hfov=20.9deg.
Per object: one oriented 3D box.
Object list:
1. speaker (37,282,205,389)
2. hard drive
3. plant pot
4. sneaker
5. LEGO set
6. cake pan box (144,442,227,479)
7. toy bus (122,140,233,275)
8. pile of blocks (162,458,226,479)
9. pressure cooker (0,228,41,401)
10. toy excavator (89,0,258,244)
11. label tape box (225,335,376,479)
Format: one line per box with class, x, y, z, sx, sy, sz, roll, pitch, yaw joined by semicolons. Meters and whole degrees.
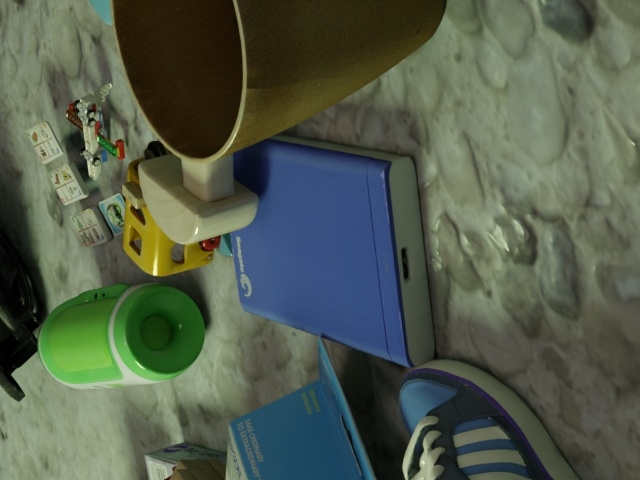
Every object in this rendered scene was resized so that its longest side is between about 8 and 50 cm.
speaker;-0.260;0.125;2.223;0.296;0.131;0.131;-12;93;59
hard drive;0.000;0.000;1.824;0.319;0.040;0.210;14;116;55
plant pot;-0.024;-0.210;1.559;0.237;0.254;0.237;30;128;49
sneaker;0.104;0.247;1.576;0.323;0.236;0.130;48;140;37
LEGO set;-0.287;-0.095;2.266;0.244;0.060;0.182;-18;100;61
cake pan box;-0.121;0.389;2.175;0.267;0.070;0.245;0;101;58
toy bus;-0.178;-0.058;2.024;0.191;0.104;0.202;-27;81;59
pile of blocks;-0.190;0.392;2.079;0.112;0.149;0.362;43;138;39
pressure cooker;-0.640;0.114;2.568;0.370;0.420;0.375;53;171;-30
toy excavator;-0.175;-0.274;1.808;0.445;0.222;0.433;58;146;26
label tape box;-0.024;0.313;1.850;0.249;0.115;0.347;-113;19;-45
